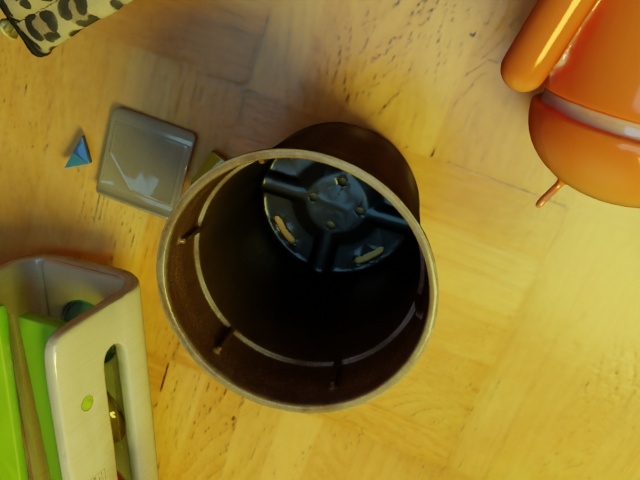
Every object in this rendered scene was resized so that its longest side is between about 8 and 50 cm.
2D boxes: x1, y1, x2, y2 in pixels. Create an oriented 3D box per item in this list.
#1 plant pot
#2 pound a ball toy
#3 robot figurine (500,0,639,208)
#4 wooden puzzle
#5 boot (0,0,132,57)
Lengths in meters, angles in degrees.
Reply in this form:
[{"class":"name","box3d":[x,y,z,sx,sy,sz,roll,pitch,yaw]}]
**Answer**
[{"class":"plant pot","box3d":[0.000,0.000,0.533,0.167,0.165,0.167,4,111,10]},{"class":"pound a ball toy","box3d":[-0.165,0.185,0.644,0.208,0.136,0.319,10,116,24]},{"class":"robot figurine","box3d":[0.197,-0.114,0.471,0.128,0.158,0.219,26,117,29]},{"class":"wooden puzzle","box3d":[-0.135,-0.059,0.620,0.116,0.014,0.078,26,109,0]},{"class":"boot","box3d":[-0.223,-0.244,0.447,0.377,0.138,0.284,-2,130,48]}]
